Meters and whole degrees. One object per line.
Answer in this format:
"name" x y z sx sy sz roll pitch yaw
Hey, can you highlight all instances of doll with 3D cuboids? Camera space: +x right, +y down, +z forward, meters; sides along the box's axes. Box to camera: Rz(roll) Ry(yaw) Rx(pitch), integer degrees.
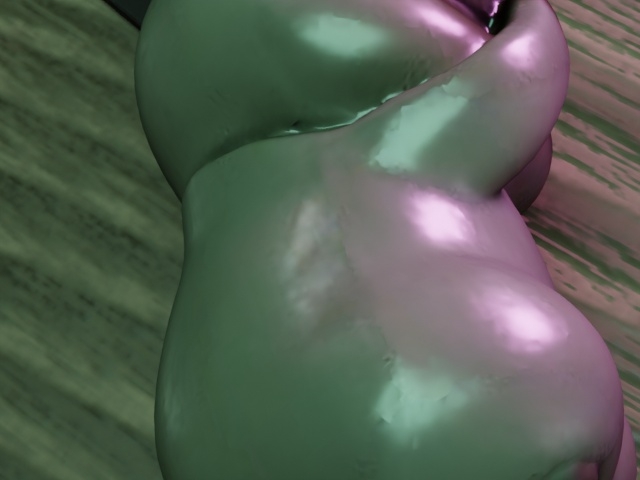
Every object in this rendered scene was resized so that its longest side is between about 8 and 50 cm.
"doll" 0.025 0.009 0.619 0.226 0.215 0.370 -12 66 25

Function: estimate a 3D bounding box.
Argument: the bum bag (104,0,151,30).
"bum bag" -0.084 -0.174 0.824 0.109 0.026 0.159 -45 66 -10
